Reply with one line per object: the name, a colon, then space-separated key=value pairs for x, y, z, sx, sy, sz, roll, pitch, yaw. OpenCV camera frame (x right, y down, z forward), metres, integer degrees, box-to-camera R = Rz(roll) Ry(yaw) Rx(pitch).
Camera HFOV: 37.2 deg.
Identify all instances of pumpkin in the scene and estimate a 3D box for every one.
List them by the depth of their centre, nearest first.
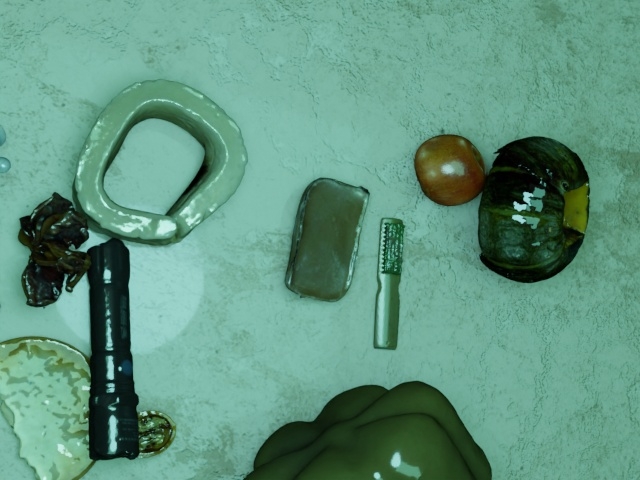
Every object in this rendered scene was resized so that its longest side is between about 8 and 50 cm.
pumpkin: x=0.454 y=-0.066 z=2.010 sx=0.192 sy=0.320 sz=0.321 roll=10 pitch=82 yaw=30

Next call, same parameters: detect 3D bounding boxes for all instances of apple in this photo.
apple: x=0.280 y=-0.150 z=2.021 sx=0.139 sy=0.163 sz=0.164 roll=-13 pitch=90 yaw=25

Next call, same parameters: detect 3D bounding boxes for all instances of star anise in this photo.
star anise: x=-0.505 y=0.025 z=1.800 sx=0.125 sy=0.190 sz=0.220 roll=25 pitch=55 yaw=-48

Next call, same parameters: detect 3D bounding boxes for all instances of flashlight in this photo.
flashlight: x=-0.400 y=0.208 z=1.830 sx=0.103 sy=0.103 sz=0.424 roll=0 pitch=77 yaw=-15

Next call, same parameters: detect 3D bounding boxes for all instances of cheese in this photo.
cheese: x=-0.321 y=-0.139 z=1.867 sx=0.292 sy=0.153 sz=0.332 roll=37 pitch=78 yaw=-10

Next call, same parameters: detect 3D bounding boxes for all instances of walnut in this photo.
walnut: x=-0.345 y=0.380 z=1.880 sx=0.121 sy=0.052 sz=0.091 roll=-11 pitch=91 yaw=-11

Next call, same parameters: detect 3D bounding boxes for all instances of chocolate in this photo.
chocolate: x=0.000 y=-0.001 z=1.981 sx=0.161 sy=0.083 sz=0.262 roll=18 pitch=82 yaw=-30

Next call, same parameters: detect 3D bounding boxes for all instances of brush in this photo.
brush: x=0.149 y=0.092 z=2.035 sx=0.054 sy=0.048 sz=0.283 roll=5 pitch=87 yaw=-12

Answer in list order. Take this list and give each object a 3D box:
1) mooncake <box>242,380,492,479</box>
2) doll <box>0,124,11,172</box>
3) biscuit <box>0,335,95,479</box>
mooncake: x=0.080 y=0.456 z=1.783 sx=0.467 sy=0.467 sz=0.262 roll=-30 pitch=97 yaw=-15
doll: x=-0.698 y=-0.129 z=1.766 sx=0.215 sy=0.161 sz=0.257 roll=15 pitch=69 yaw=14
biscuit: x=-0.514 y=0.317 z=1.845 sx=0.204 sy=0.040 sz=0.309 roll=-26 pitch=94 yaw=-15
